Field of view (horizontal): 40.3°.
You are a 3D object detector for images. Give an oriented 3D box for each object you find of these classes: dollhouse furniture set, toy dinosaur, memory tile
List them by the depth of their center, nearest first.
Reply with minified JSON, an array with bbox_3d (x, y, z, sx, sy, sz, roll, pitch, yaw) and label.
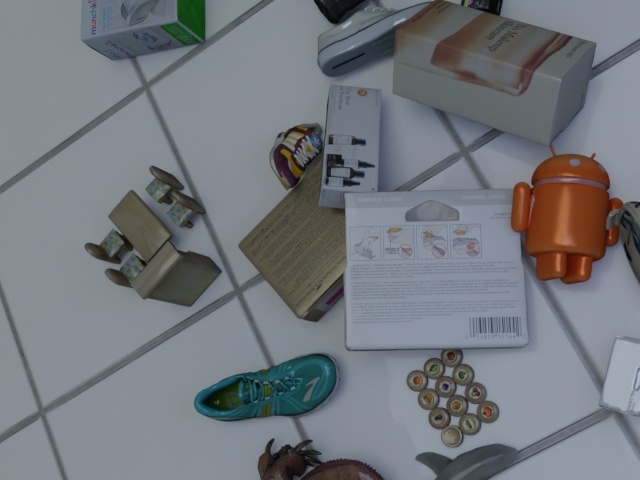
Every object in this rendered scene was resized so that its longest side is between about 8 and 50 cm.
[{"bbox_3d":[0.014,0.417,1.470,0.295,0.127,0.200,-12,68,14],"label":"toy dinosaur"},{"bbox_3d":[0.221,0.263,1.470,0.113,0.012,0.148,-37,69,12],"label":"memory tile"},{"bbox_3d":[-0.328,0.002,1.666,0.212,0.161,0.242,-48,67,7],"label":"dollhouse furniture set"}]

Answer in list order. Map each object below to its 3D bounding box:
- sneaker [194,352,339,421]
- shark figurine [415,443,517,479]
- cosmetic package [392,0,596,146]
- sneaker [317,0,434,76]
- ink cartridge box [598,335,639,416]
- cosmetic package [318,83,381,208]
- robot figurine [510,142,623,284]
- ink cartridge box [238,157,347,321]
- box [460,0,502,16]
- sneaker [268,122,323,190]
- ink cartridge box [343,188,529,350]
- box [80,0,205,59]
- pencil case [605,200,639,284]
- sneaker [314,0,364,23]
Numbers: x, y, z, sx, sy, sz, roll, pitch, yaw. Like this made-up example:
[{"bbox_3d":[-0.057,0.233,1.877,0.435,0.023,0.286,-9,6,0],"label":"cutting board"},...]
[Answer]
[{"bbox_3d":[-0.096,0.270,1.546,0.275,0.110,0.107,-19,73,17],"label":"sneaker"},{"bbox_3d":[0.195,0.444,1.392,0.166,0.116,0.278,13,83,25],"label":"shark figurine"},{"bbox_3d":[0.283,-0.286,1.454,0.296,0.129,0.153,23,46,25],"label":"cosmetic package"},{"bbox_3d":[0.107,-0.392,1.604,0.258,0.094,0.091,-18,64,14],"label":"sneaker"},{"bbox_3d":[0.464,0.204,1.305,0.063,0.150,0.109,13,84,24],"label":"ink cartridge box"},{"bbox_3d":[0.054,-0.167,1.534,0.098,0.060,0.239,6,56,-4],"label":"cosmetic package"},{"bbox_3d":[0.394,-0.043,1.395,0.158,0.128,0.219,3,80,27],"label":"robot figurine"},{"bbox_3d":[0.000,0.000,1.572,0.234,0.088,0.193,-44,68,7],"label":"ink cartridge box"},{"bbox_3d":[0.286,-0.421,1.540,0.052,0.083,0.062,9,84,24],"label":"box"},{"bbox_3d":[-0.039,-0.163,1.586,0.084,0.069,0.185,-24,31,17],"label":"sneaker"},{"bbox_3d":[0.186,0.050,1.448,0.296,0.066,0.261,-1,80,2],"label":"ink cartridge box"},{"bbox_3d":[-0.366,-0.532,1.810,0.231,0.127,0.262,-5,79,20],"label":"box"},{"bbox_3d":[0.636,-0.048,1.257,0.410,0.160,0.183,-22,44,10],"label":"pencil case"},{"bbox_3d":[0.008,-0.557,1.684,0.130,0.109,0.286,-29,77,4],"label":"sneaker"}]
